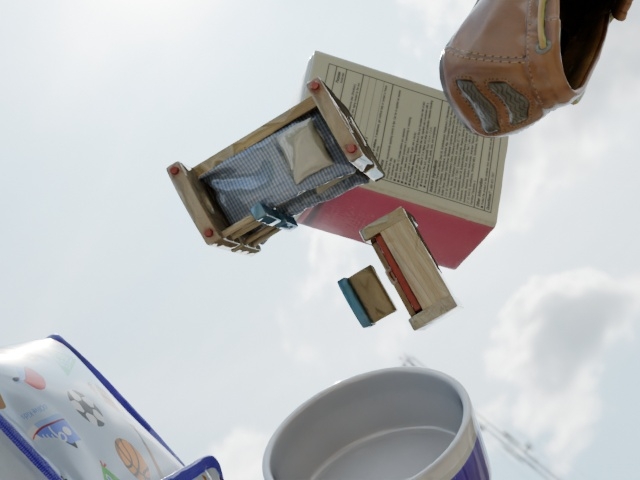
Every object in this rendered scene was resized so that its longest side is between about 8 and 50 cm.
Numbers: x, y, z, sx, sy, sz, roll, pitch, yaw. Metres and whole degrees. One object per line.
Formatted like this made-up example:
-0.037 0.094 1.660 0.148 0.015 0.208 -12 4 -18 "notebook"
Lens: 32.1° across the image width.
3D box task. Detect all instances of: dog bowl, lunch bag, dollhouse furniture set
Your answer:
0.069 0.270 1.345 0.265 0.265 0.104 -31 -65 -23 "dog bowl"
-0.233 0.281 1.060 0.239 0.385 0.328 -46 -8 4 "lunch bag"
0.000 0.000 0.817 0.129 0.184 0.129 -31 -10 8 "dollhouse furniture set"

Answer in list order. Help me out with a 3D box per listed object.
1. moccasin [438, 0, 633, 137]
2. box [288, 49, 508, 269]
0.231 -0.247 0.985 0.139 0.147 0.380 58 -133 -26 "moccasin"
0.072 -0.083 1.210 0.127 0.232 0.149 121 164 -62 "box"
